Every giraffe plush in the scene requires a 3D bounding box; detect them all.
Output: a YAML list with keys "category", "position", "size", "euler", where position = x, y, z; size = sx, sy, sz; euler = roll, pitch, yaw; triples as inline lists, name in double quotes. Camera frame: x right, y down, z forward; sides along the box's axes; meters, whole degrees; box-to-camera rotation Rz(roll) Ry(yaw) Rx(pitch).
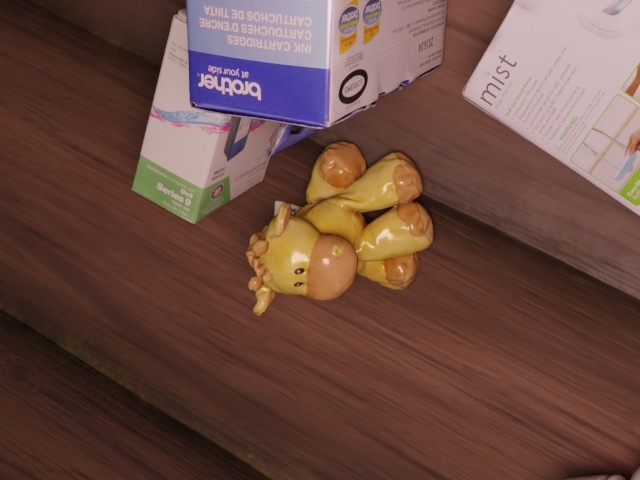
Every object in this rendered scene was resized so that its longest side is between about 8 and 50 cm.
- category: "giraffe plush"
  position: [0.000, 0.000, 1.002]
  size: [0.210, 0.170, 0.182]
  euler: [-4, 110, 30]

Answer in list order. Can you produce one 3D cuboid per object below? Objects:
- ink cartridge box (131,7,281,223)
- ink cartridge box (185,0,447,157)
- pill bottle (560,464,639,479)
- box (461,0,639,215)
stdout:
- category: "ink cartridge box"
  position: [-0.108, -0.147, 1.007]
  size: [0.093, 0.154, 0.212]
  euler: [28, 122, 15]
- category: "ink cartridge box"
  position: [0.009, -0.267, 0.820]
  size: [0.151, 0.270, 0.396]
  euler: [12, 116, 26]
- category: "pill bottle"
  position: [0.418, 0.305, 0.890]
  size: [0.361, 0.204, 0.204]
  euler: [-13, 105, 32]
- category: "box"
  position: [0.286, -0.178, 0.777]
  size: [0.231, 0.127, 0.262]
  euler: [36, 132, 12]
